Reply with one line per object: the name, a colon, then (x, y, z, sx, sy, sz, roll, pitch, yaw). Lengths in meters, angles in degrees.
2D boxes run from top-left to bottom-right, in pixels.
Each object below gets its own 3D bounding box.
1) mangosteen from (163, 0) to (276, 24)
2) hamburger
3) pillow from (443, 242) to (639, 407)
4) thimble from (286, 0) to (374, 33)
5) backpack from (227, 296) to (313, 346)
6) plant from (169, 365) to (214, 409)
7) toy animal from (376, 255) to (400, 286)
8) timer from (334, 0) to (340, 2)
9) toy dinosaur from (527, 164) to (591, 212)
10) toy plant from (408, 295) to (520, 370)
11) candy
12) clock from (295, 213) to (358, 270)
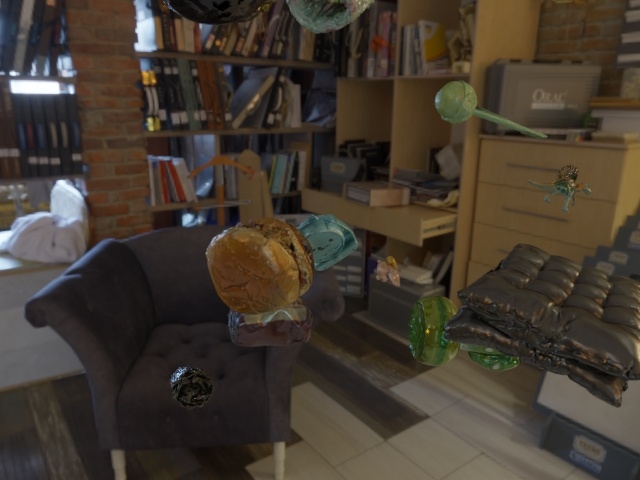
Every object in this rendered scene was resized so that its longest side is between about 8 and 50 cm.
mangosteen: (-0.191, -0.546, 0.986, 0.274, 0.275, 0.302, 9, -4, 27)
hamburger: (-0.141, 0.064, 1.143, 0.244, 0.245, 0.163, 5, 27, 16)
pillow: (0.347, 0.096, 0.732, 0.228, 0.101, 0.326, 23, 27, 28)
thimble: (0.028, -0.647, 1.297, 0.210, 0.185, 0.149, 28, 59, 10)
backpack: (-0.190, 0.239, 1.762, 0.283, 0.197, 0.317, 2, 28, -17)
plant: (-0.308, 0.344, 1.170, 0.094, 0.092, 0.143, -40, 15, -26)
toy animal: (0.236, 0.120, 1.755, 0.081, 0.091, 0.114, -14, 56, 7)
timer: (0.006, -0.832, 1.500, 0.284, 0.286, 0.285, 1, 16, 0)
toy dinosaur: (0.587, -0.136, 1.203, 0.187, 0.106, 0.044, 34, 1, -17)
toy plant: (0.410, 0.244, 1.333, 0.315, 0.224, 0.184, 5, 23, -5)
candy: (0.426, -0.300, 1.212, 0.335, 0.093, 0.092, 12, -24, -22)
clock: (0.000, 0.000, 2.016, 0.274, 0.223, 0.094, 35, 26, -44)
